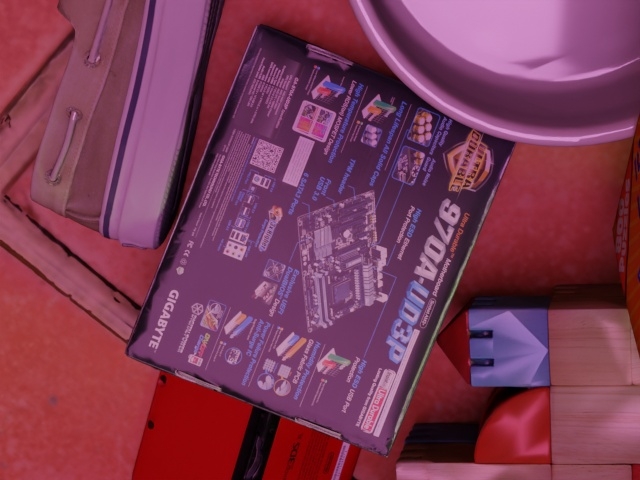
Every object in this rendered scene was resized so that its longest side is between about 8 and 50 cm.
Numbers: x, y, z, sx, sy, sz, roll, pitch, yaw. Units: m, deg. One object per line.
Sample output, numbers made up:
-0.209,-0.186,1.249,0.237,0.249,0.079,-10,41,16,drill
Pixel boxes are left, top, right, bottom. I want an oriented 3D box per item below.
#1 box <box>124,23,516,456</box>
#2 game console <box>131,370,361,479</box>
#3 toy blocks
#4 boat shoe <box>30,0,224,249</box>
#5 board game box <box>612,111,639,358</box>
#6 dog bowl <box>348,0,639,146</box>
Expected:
0.000,0.000,0.923,0.175,0.051,0.220,21,91,-5,box
-0.043,0.129,1.016,0.124,0.085,0.144,5,112,-32,game console
0.164,0.175,0.953,0.261,0.191,0.381,-1,98,11,toy blocks
-0.109,-0.136,0.884,0.094,0.109,0.302,14,111,-1,boat shoe
0.357,-0.015,0.651,0.356,0.356,0.356,0,133,-2,board game box
0.139,-0.193,0.856,0.265,0.104,0.264,0,109,1,dog bowl
